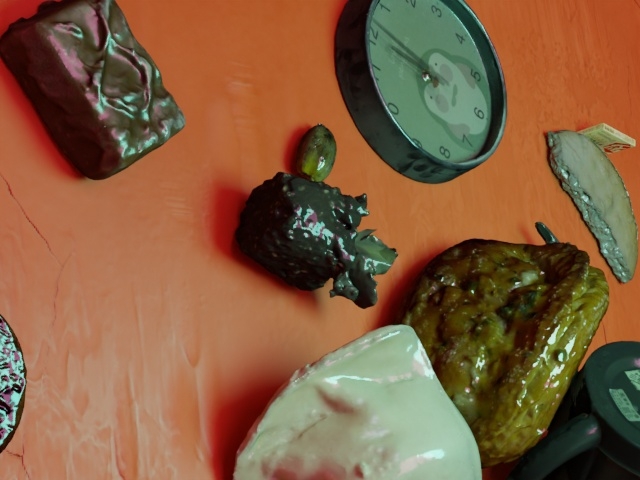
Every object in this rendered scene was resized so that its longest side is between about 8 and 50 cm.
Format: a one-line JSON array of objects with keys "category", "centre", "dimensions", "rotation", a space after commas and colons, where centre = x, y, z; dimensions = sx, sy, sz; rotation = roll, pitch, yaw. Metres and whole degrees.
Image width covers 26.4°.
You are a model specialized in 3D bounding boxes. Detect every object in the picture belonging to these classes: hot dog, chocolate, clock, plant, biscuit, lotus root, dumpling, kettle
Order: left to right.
[{"category": "biscuit", "centre": [-0.380, 0.147, 1.379], "dimensions": [0.192, 0.049, 0.192], "rotation": [10, 74, -38]}, {"category": "chocolate", "centre": [-0.260, -0.190, 1.586], "dimensions": [0.148, 0.093, 0.214], "rotation": [-42, 105, -46]}, {"category": "lotus root", "centre": [-0.004, -0.121, 1.841], "dimensions": [0.054, 0.049, 0.099], "rotation": [37, 46, -27]}, {"category": "plant", "centre": [0.000, 0.000, 1.741], "dimensions": [0.203, 0.131, 0.142], "rotation": [23, 57, -38]}, {"category": "dumpling", "centre": [0.041, 0.313, 1.657], "dimensions": [0.316, 0.233, 0.394], "rotation": [-15, 101, -15]}, {"category": "clock", "centre": [0.156, -0.244, 2.031], "dimensions": [0.319, 0.066, 0.318], "rotation": [17, 64, -39]}, {"category": "hot dog", "centre": [0.247, 0.126, 1.861], "dimensions": [0.387, 0.267, 0.174], "rotation": [-56, 145, -38]}, {"category": "kettle", "centre": [0.371, 0.335, 1.873], "dimensions": [0.321, 0.324, 0.228], "rotation": [-7, 45, -31]}, {"category": "biscuit", "centre": [0.473, -0.080, 2.296], "dimensions": [0.289, 0.038, 0.141], "rotation": [57, 45, -12]}]

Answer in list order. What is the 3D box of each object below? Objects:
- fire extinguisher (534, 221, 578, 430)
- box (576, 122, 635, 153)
[{"category": "fire extinguisher", "centre": [0.343, 0.125, 2.055], "dimensions": [0.114, 0.095, 0.311], "rotation": [27, 57, -23]}, {"category": "box", "centre": [0.487, -0.173, 2.331], "dimensions": [0.093, 0.058, 0.015], "rotation": [20, 66, -38]}]
